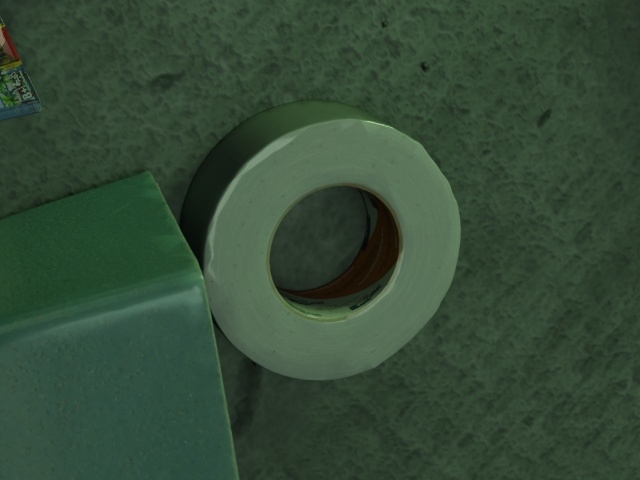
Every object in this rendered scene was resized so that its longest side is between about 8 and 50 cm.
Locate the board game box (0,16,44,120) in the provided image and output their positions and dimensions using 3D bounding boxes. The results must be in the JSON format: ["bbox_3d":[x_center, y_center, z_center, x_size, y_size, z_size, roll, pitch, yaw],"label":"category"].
[{"bbox_3d":[-0.324,-0.140,1.025,0.194,0.060,0.194,-28,115,-12],"label":"board game box"}]

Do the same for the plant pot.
[{"bbox_3d":[-0.207,0.121,1.063,0.252,0.247,0.247,-13,111,-12],"label":"plant pot"}]

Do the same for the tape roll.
[{"bbox_3d":[0.000,0.000,1.192,0.219,0.072,0.219,-7,110,-19],"label":"tape roll"}]
